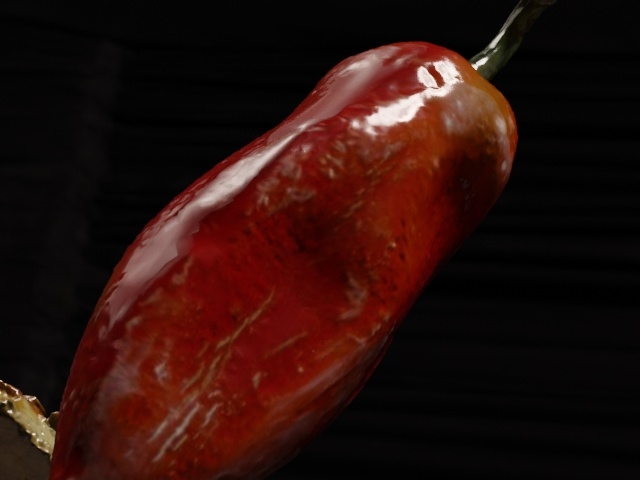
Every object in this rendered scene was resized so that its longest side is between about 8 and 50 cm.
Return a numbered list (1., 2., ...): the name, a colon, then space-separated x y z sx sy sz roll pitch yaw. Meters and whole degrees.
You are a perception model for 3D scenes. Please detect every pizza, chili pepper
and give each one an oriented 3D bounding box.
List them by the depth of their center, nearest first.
1. chili pepper: 0.000 0.001 0.355 0.191 0.050 0.059 -46 116 -36
2. pizza: -0.200 0.157 1.049 0.271 0.134 0.056 49 33 -18
